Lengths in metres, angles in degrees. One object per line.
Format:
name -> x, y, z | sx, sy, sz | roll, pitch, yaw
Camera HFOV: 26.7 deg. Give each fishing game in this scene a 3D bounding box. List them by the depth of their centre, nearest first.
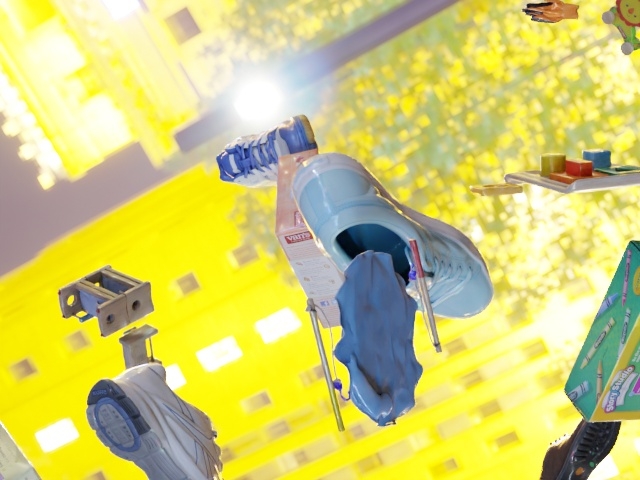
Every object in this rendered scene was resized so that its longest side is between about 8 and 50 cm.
fishing game -> 0.057, 0.103, 1.409 | 0.264, 0.041, 0.189 | -34, -68, -58

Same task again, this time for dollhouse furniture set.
dollhouse furniture set -> -0.401, 0.167, 2.565 | 0.129, 0.129, 0.183 | -28, -55, -39

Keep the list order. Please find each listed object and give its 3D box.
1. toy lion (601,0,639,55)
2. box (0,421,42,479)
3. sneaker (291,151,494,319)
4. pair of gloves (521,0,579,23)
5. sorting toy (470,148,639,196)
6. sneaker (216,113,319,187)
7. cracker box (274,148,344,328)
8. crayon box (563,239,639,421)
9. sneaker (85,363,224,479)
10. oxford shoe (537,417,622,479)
toy lion -> 0.526, -0.373, 2.260 | 0.034, 0.096, 0.100 | -34, -86, -35
box -> -0.499, 0.357, 1.797 | 0.213, 0.243, 0.117 | 34, 152, 50
sneaker -> 0.103, 0.037, 1.730 | 0.366, 0.135, 0.150 | 31, -152, -35
pair of gloves -> 0.294, -0.318, 1.711 | 0.010, 0.074, 0.083 | -117, 29, -76
sorting toy -> 0.386, -0.103, 1.948 | 0.196, 0.348, 0.047 | -164, 68, -67
sneaker -> -0.086, -0.125, 2.141 | 0.296, 0.131, 0.111 | 162, 94, -74
cracker box -> 0.000, 0.000, 1.991 | 0.232, 0.067, 0.155 | 64, -160, -46
crayon box -> 0.485, 0.135, 1.967 | 0.165, 0.278, 0.081 | 2, -147, -26
sneaker -> -0.168, 0.280, 1.715 | 0.297, 0.111, 0.129 | 58, -143, -2
oxford shoe -> 0.409, 0.337, 2.183 | 0.083, 0.227, 0.096 | 23, -169, -33
